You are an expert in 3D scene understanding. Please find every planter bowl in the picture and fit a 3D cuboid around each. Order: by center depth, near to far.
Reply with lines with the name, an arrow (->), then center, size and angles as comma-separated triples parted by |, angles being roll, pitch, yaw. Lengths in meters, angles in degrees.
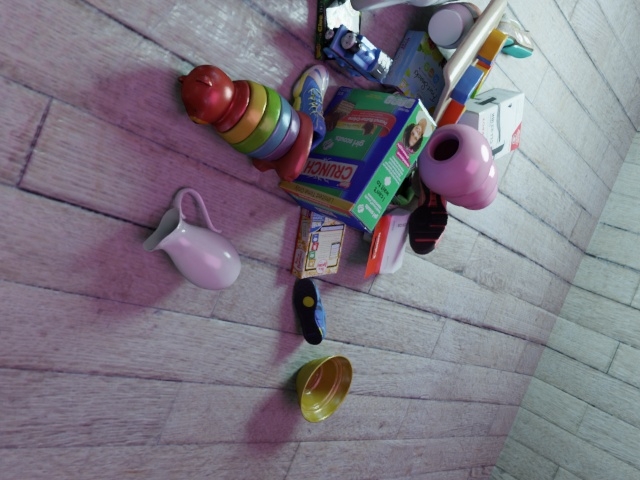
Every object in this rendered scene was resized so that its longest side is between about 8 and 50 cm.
planter bowl -> -0.008, 0.423, 1.852 | 0.217, 0.090, 0.217 | -22, 123, -38

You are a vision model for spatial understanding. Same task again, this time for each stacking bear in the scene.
stacking bear -> -0.167, -0.265, 1.319 | 0.289, 0.175, 0.164 | 26, 90, -42

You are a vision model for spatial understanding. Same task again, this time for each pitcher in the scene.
pitcher -> -0.265, 0.001, 1.372 | 0.207, 0.125, 0.178 | 41, 61, -37

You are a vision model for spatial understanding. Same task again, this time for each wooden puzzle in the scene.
wooden puzzle -> 0.417, -0.454, 1.739 | 0.322, 0.080, 0.348 | -54, 166, -18

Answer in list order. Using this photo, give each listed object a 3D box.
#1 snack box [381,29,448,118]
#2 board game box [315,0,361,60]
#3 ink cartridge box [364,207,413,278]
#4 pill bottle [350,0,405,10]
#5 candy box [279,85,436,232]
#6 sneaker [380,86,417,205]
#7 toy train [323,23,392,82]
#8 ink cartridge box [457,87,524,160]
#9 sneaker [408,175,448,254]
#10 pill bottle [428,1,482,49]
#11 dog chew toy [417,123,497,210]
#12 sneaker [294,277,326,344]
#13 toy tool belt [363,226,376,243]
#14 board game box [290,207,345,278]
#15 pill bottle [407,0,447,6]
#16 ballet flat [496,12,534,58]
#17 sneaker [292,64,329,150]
snack box -> 0.281, -0.460, 1.762 | 0.207, 0.070, 0.175 | 32, 84, -48
board game box -> 0.049, -0.570, 1.495 | 0.136, 0.030, 0.260 | -16, 119, -39
ink cartridge box -> 0.208, 0.012, 1.859 | 0.232, 0.066, 0.189 | -32, 135, -68
pill bottle -> 0.125, -0.695, 1.366 | 0.187, 0.187, 0.334 | -25, 109, -38
candy box -> 0.086, -0.206, 1.522 | 0.122, 0.268, 0.317 | 39, 79, -45
sneaker -> 0.211, -0.257, 1.725 | 0.134, 0.146, 0.344 | -32, 128, -33
toy train -> 0.088, -0.448, 1.492 | 0.184, 0.105, 0.080 | 25, 89, -50
ink cartridge box -> 0.546, -0.370, 2.052 | 0.272, 0.114, 0.197 | -27, 127, -35
sneaker -> 0.354, -0.088, 1.939 | 0.136, 0.115, 0.314 | 57, 44, -61
pill bottle -> 0.370, -0.590, 1.710 | 0.216, 0.121, 0.121 | -39, 136, -56
dog chew toy -> 0.412, -0.190, 1.785 | 0.332, 0.206, 0.207 | 36, 81, -51
sneaker -> -0.025, 0.189, 1.758 | 0.082, 0.069, 0.210 | -60, 143, -62
toy tool belt -> 0.162, -0.032, 1.846 | 0.052, 0.051, 0.083 | -36, 146, -81
board game box -> 0.000, 0.000, 1.697 | 0.146, 0.045, 0.194 | -5, 112, -46
pill bottle -> 0.293, -0.695, 1.583 | 0.318, 0.176, 0.177 | -25, 125, -38
ballet flat -> 0.587, -0.663, 1.989 | 0.316, 0.107, 0.106 | -3, 90, -52
sneaker -> -0.016, -0.299, 1.477 | 0.091, 0.126, 0.240 | 26, 89, -49
